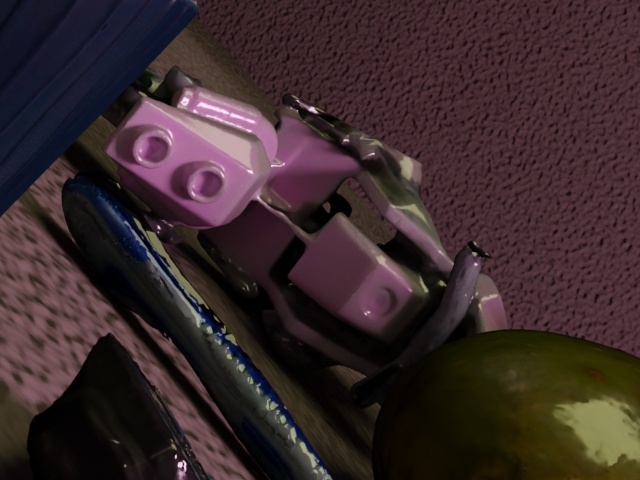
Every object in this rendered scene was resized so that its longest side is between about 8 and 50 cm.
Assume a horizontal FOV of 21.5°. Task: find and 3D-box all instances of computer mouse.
[{"bbox_3d":[-0.056,0.074,0.498,0.079,0.047,0.135,59,-4,10],"label":"computer mouse"}]

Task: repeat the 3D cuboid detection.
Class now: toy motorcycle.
[{"bbox_3d":[0.000,0.000,1.012,0.327,0.143,0.188,35,10,-28],"label":"toy motorcycle"}]

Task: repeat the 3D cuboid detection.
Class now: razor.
[{"bbox_3d":[-0.013,0.085,0.759,0.324,0.093,0.056,44,40,11],"label":"razor"}]

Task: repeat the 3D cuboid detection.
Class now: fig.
[{"bbox_3d":[0.123,0.128,0.865,0.181,0.191,0.181,166,-90,-76],"label":"fig"}]

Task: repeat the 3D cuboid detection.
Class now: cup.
[{"bbox_3d":[-0.129,-0.069,0.496,0.113,0.138,0.150,50,6,39],"label":"cup"}]
